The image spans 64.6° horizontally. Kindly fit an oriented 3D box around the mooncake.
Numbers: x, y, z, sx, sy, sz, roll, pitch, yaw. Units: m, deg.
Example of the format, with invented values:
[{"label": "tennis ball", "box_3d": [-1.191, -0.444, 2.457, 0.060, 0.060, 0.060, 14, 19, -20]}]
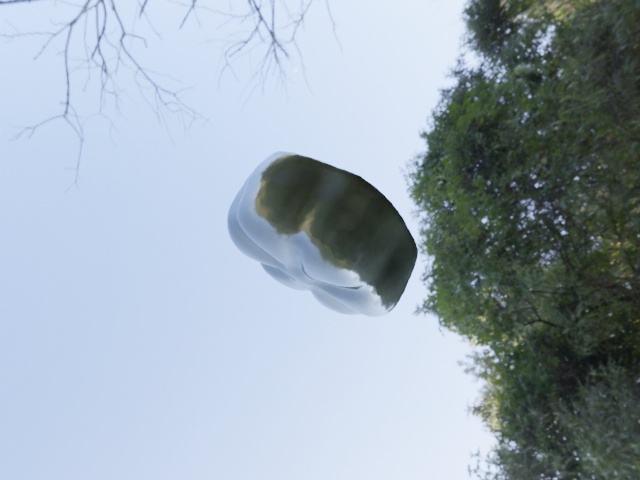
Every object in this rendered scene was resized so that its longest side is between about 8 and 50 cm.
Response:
[{"label": "mooncake", "box_3d": [0.000, 0.000, 0.686, 0.275, 0.275, 0.135, 35, -106, -5]}]
